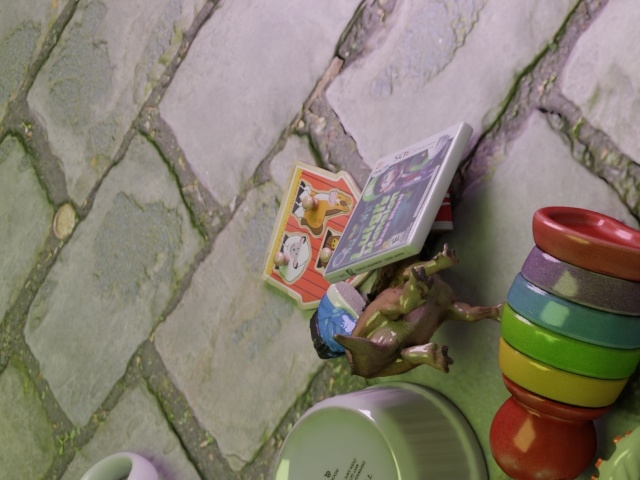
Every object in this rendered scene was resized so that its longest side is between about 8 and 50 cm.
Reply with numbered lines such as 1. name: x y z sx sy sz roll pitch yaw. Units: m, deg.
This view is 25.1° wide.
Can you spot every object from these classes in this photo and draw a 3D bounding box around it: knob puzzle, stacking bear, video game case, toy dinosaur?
1. knob puzzle: 0.000 0.000 1.884 0.213 0.030 0.213 -8 78 43
2. stacking bear: 0.262 0.125 1.526 0.175 0.164 0.289 27 107 44
3. video game case: 0.091 -0.044 1.718 0.173 0.022 0.190 -23 35 52
4. toy dinosaur: 0.086 0.098 1.656 0.200 0.295 0.127 -25 97 42

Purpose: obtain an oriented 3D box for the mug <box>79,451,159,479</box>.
1. mug: -0.335 0.464 2.013 0.328 0.276 0.374 -27 35 47

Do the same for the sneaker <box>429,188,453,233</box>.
1. sneaker: 0.112 -0.041 1.770 0.118 0.042 0.067 -3 86 37

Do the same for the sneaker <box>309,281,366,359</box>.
1. sneaker: 0.039 0.131 1.807 0.152 0.058 0.084 52 121 33

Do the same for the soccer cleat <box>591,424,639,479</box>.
1. soccer cleat: 0.313 0.284 1.514 0.076 0.068 0.196 32 109 27

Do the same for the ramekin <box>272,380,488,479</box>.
1. ramekin: 0.058 0.301 1.713 0.273 0.127 0.273 -9 77 44
